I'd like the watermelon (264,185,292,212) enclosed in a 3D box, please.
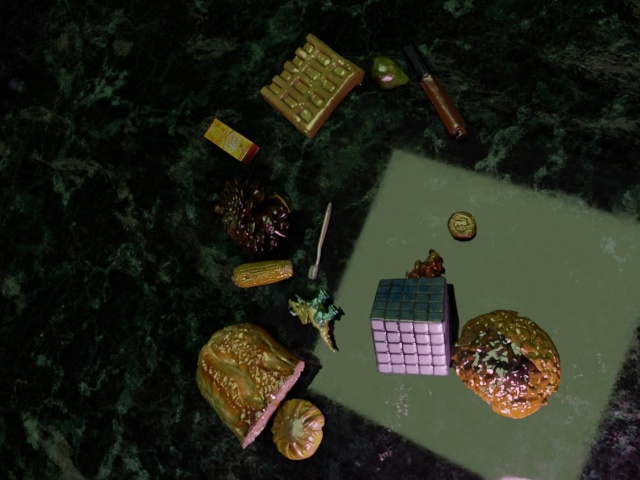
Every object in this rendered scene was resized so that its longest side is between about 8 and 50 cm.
[{"bbox_3d":[-0.197,-0.176,2.083,0.181,0.075,0.092,19,92,19],"label":"watermelon"}]

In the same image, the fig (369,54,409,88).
[{"bbox_3d":[0.264,-0.637,1.981,0.156,0.123,0.123,6,83,4],"label":"fig"}]

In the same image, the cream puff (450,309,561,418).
[{"bbox_3d":[0.583,0.390,1.640,0.326,0.231,0.343,-8,79,14],"label":"cream puff"}]

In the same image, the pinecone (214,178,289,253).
[{"bbox_3d":[-0.253,-0.091,1.978,0.242,0.296,0.298,-49,32,6],"label":"pinecone"}]

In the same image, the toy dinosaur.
[{"bbox_3d":[0.001,0.290,1.937,0.153,0.094,0.259,-41,79,9],"label":"toy dinosaur"}]

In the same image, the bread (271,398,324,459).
[{"bbox_3d":[-0.089,0.685,1.894,0.213,0.104,0.214,-4,81,22],"label":"bread"}]

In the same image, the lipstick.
[{"bbox_3d":[0.423,-0.556,1.929,0.077,0.077,0.419,-29,74,13],"label":"lipstick"}]

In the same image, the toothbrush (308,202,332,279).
[{"bbox_3d":[0.000,0.000,2.013,0.029,0.025,0.307,12,86,28],"label":"toothbrush"}]

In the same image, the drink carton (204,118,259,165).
[{"bbox_3d":[-0.374,-0.414,2.186,0.222,0.071,0.096,35,93,20],"label":"drink carton"}]

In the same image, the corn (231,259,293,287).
[{"bbox_3d":[-0.231,0.129,2.035,0.261,0.097,0.097,-11,78,16],"label":"corn"}]

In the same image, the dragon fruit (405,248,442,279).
[{"bbox_3d":[0.368,0.128,1.816,0.133,0.150,0.208,20,81,-8],"label":"dragon fruit"}]

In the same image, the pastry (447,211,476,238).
[{"bbox_3d":[0.497,-0.054,1.832,0.097,0.057,0.109,-36,73,9],"label":"pastry"}]

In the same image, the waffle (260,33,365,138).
[{"bbox_3d":[-0.033,-0.627,2.099,0.304,0.077,0.348,43,96,19],"label":"waffle"}]

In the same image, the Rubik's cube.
[{"bbox_3d":[0.305,0.278,1.707,0.236,0.237,0.238,-2,120,20],"label":"Rubik's cube"}]

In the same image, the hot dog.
[{"bbox_3d":[-0.291,0.502,1.952,0.365,0.196,0.367,36,87,21],"label":"hot dog"}]
